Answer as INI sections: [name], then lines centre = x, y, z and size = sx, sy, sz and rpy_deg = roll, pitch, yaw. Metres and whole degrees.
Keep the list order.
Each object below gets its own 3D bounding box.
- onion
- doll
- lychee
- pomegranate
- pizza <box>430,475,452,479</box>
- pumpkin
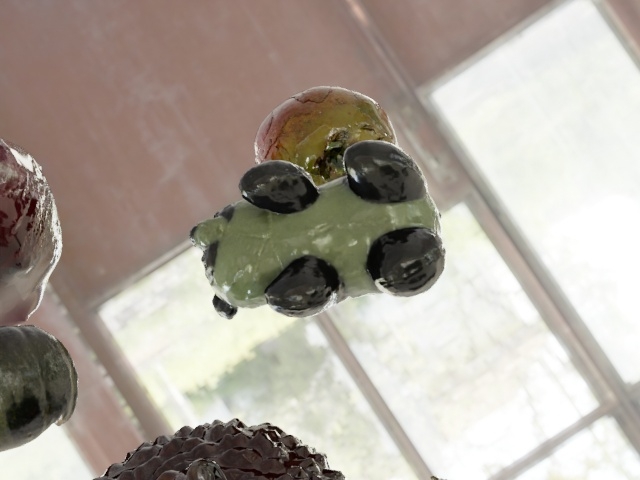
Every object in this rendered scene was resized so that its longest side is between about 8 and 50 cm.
[onion]
centre = -0.535, 0.057, 1.909
size = 0.399, 0.420, 0.398
rpy_deg = -6, 140, -5
[doll]
centre = 0.002, 0.001, 1.300
size = 0.234, 0.143, 0.135
rpy_deg = -11, 167, -3
[lychee]
centre = -0.091, 0.303, 1.199
size = 0.306, 0.306, 0.330
rpy_deg = -31, 132, -26
[pomegranate]
centre = 0.014, -0.114, 2.021
size = 0.210, 0.210, 0.235
rpy_deg = -33, -163, -11
[pizza]
centre = 0.149, 0.228, 1.018
size = 0.036, 0.176, 0.184
rpy_deg = -59, -174, 11
[pumpkin]
centre = -0.334, 0.151, 1.385
size = 0.184, 0.119, 0.108
rpy_deg = -22, 171, 24
